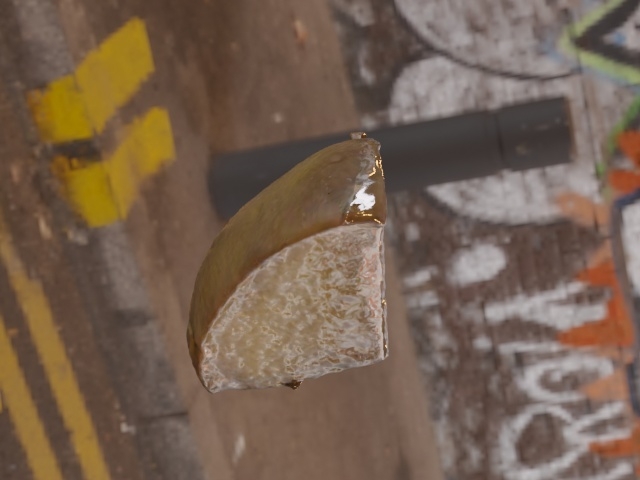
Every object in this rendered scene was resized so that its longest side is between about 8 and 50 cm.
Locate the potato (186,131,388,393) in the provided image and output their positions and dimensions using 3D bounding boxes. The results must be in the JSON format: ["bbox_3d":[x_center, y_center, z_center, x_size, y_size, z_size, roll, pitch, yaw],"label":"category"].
[{"bbox_3d":[-0.036,-0.008,1.270,0.264,0.189,0.211,86,1,-54],"label":"potato"}]
